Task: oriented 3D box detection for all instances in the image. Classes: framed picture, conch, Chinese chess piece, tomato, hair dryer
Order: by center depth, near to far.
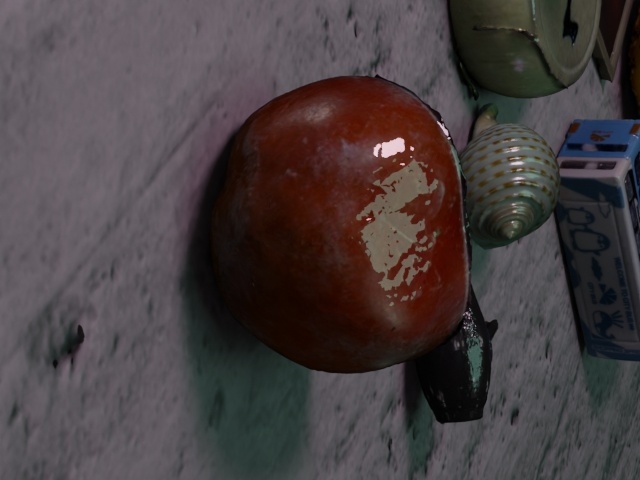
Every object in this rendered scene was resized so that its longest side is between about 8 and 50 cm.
[{"bbox_3d":[0.000,0.000,1.012,0.155,0.180,0.214,-24,107,-40],"label":"tomato"},{"bbox_3d":[0.141,0.073,1.388,0.219,0.075,0.196,5,79,-72],"label":"hair dryer"},{"bbox_3d":[0.186,-0.055,1.402,0.135,0.102,0.153,85,25,-47],"label":"conch"},{"bbox_3d":[0.208,-0.252,1.425,0.237,0.092,0.238,-15,107,-61],"label":"Chinese chess piece"},{"bbox_3d":[0.339,-0.363,1.738,0.289,0.020,0.211,57,45,-49],"label":"framed picture"}]

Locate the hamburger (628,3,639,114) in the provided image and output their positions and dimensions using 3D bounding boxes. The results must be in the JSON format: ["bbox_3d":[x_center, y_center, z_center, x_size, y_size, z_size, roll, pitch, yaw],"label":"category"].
[{"bbox_3d":[0.515,-0.253,1.911,0.300,0.176,0.300,-9,100,-60],"label":"hamburger"}]

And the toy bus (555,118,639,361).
[{"bbox_3d":[0.360,0.003,1.728,0.131,0.106,0.297,-53,136,-43],"label":"toy bus"}]
